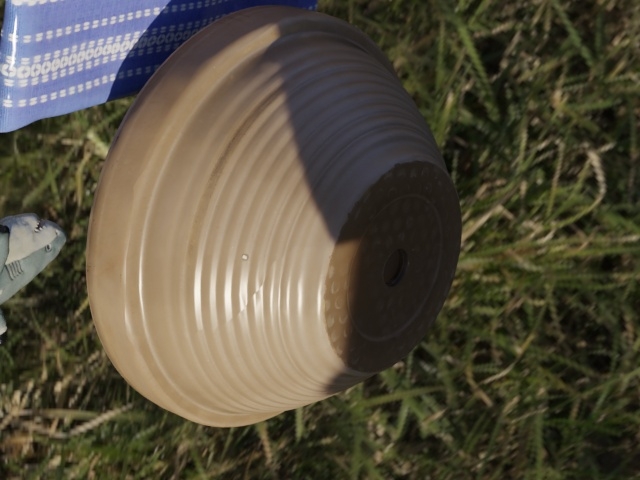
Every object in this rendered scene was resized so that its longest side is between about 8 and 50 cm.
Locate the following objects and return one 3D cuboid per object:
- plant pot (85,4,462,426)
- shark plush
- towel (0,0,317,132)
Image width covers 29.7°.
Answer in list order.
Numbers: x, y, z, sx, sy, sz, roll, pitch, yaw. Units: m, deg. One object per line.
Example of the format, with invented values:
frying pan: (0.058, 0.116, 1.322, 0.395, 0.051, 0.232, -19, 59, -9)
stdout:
plant pot: (0.000, 0.000, 0.652, 0.110, 0.237, 0.237, 20, 57, 36)
shark plush: (-0.232, 0.051, 0.820, 0.067, 0.073, 0.161, 37, 64, -43)
towel: (-0.037, -0.219, 0.585, 0.040, 0.336, 0.243, 33, 33, 23)
